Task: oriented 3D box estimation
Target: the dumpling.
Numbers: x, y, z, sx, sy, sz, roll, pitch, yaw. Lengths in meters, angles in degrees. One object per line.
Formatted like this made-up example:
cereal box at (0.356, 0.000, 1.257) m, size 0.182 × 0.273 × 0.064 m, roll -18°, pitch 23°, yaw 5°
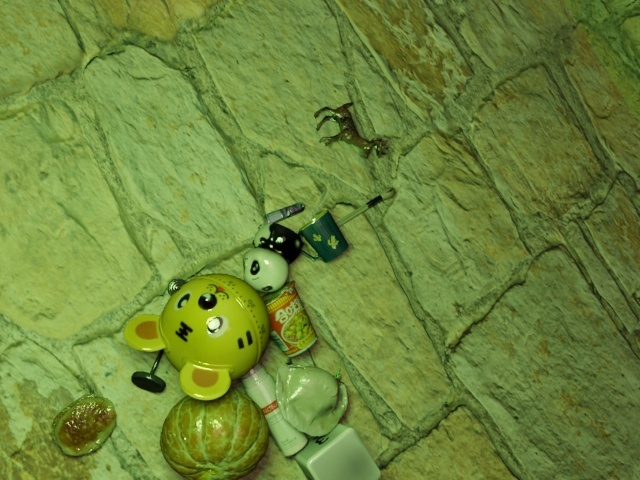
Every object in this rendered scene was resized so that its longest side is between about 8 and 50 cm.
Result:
dumpling at (-0.042, 0.523, 1.883) m, size 0.292 × 0.163 × 0.205 m, roll 26°, pitch 82°, yaw -25°

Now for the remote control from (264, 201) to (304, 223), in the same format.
remote control at (-0.128, -0.102, 2.051) m, size 0.152 × 0.027 × 0.044 m, roll -24°, pitch 91°, yaw -18°

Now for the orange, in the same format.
orange at (-0.322, 0.590, 1.712) m, size 0.328 × 0.330 × 0.249 m, roll 12°, pitch 32°, yaw -15°

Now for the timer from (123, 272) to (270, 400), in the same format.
timer at (-0.343, 0.282, 1.697) m, size 0.386 × 0.376 × 0.376 m, roll -29°, pitch 89°, yaw -49°

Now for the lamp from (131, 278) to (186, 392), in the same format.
lamp at (-0.493, 0.303, 1.814) m, size 0.130 × 0.108 × 0.372 m, roll 27°, pitch 72°, yaw -15°

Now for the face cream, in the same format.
face cream at (-0.168, 0.544, 1.873) m, size 0.101 × 0.102 × 0.346 m, roll -32°, pitch 91°, yaw -20°

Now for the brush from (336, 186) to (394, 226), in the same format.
brush at (0.167, -0.125, 2.140) m, size 0.299 × 0.042 × 0.039 m, roll -32°, pitch 130°, yaw -20°

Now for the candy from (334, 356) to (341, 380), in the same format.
candy at (0.065, 0.458, 2.009) m, size 0.023 × 0.025 × 0.084 m, roll 27°, pitch 61°, yaw -40°

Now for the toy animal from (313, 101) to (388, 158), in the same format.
toy animal at (0.120, -0.420, 2.159) m, size 0.259 × 0.087 × 0.244 m, roll -14°, pitch 86°, yaw -16°

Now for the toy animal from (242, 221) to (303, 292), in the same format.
toy animal at (-0.173, 0.065, 1.920) m, size 0.165 × 0.187 × 0.235 m, roll 36°, pitch 71°, yaw -21°

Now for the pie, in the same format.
pie at (-0.716, 0.561, 1.712) m, size 0.193 × 0.079 × 0.163 m, roll -45°, pitch 98°, yaw -19°

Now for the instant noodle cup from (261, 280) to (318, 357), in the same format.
instant noodle cup at (-0.112, 0.274, 1.911) m, size 0.193 × 0.193 × 0.212 m, roll -34°, pitch 98°, yaw -20°

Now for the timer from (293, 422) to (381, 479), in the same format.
timer at (0.051, 0.738, 1.855) m, size 0.192 × 0.195 × 0.194 m, roll -32°, pitch 91°, yaw -20°

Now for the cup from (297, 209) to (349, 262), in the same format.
cup at (0.000, 0.000, 2.030) m, size 0.176 × 0.131 × 0.155 m, roll -36°, pitch 96°, yaw 9°
